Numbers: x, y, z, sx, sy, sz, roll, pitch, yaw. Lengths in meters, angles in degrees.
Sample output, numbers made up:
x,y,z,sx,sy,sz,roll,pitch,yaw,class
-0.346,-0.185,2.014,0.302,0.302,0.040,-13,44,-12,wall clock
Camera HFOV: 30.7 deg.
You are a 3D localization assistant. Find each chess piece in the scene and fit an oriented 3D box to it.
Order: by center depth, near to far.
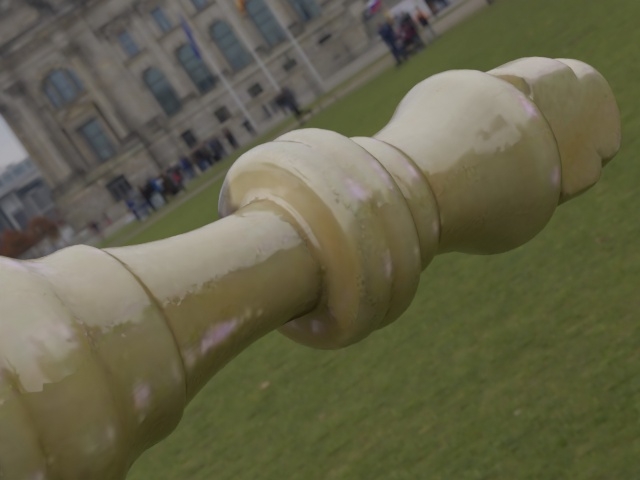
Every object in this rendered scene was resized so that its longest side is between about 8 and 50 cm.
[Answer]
x,y,z,sx,sy,sz,roll,pitch,yaw,class
0.000,0.000,0.526,0.397,0.117,0.117,-27,2,-36,chess piece
